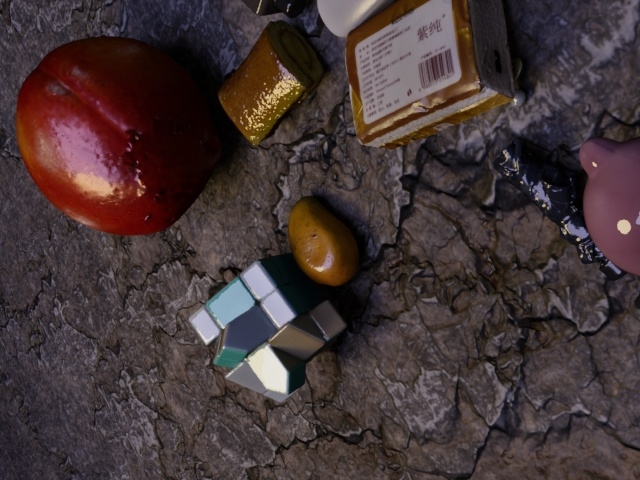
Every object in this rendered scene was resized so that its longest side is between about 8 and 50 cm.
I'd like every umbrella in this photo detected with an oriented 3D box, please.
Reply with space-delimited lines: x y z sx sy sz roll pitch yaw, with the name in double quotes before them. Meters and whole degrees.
"umbrella" 0.323 -0.044 0.994 0.071 0.080 0.224 -42 80 10

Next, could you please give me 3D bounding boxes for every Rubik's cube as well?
"Rubik's cube" -0.074 0.153 1.325 0.224 0.265 0.213 -39 79 21

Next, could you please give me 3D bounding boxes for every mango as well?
"mango" -0.002 0.006 1.303 0.165 0.089 0.115 43 119 25

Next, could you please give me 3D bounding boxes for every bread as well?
"bread" -0.081 -0.255 1.245 0.132 0.103 0.172 55 135 8

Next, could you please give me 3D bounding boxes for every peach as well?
"peach" -0.359 -0.187 1.367 0.370 0.370 0.369 20 122 36

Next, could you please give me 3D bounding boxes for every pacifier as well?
"pacifier" 0.244 -0.203 1.008 0.064 0.068 0.083 34 132 -18

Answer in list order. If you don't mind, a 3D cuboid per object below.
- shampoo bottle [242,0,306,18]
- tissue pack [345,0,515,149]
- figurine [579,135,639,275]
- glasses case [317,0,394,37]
"shampoo bottle" -0.116 -0.440 1.209 0.246 0.080 0.079 46 136 18
"tissue pack" 0.137 -0.239 1.020 0.226 0.092 0.183 -20 69 50
"figurine" 0.383 -0.041 0.866 0.173 0.173 0.173 20 122 36
"glasses case" 0.078 -0.376 1.068 0.233 0.059 0.092 -38 83 46
